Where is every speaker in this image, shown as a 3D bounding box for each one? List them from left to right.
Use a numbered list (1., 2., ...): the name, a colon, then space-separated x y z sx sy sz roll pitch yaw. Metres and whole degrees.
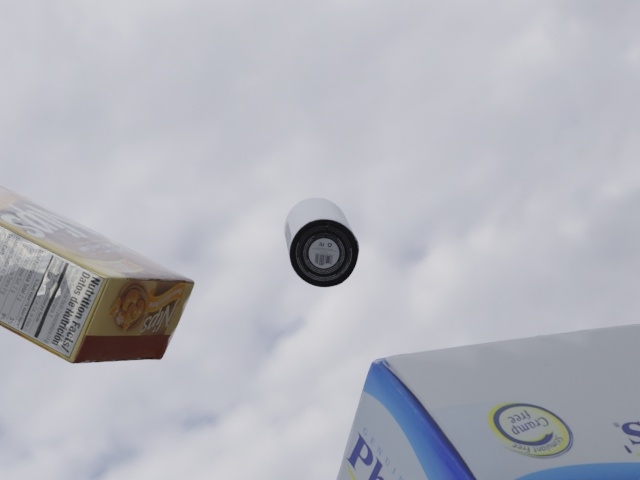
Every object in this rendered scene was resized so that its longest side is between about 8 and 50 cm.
1. speaker: 0.000 0.000 1.579 0.055 0.055 0.136 -39 9 3

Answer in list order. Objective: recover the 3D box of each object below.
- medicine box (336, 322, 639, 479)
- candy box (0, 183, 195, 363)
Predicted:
1. medicine box: 0.141 0.210 1.198 0.264 0.149 0.289 -5 -55 -30
2. candy box: -0.291 0.006 1.757 0.087 0.316 0.183 -67 -19 6
